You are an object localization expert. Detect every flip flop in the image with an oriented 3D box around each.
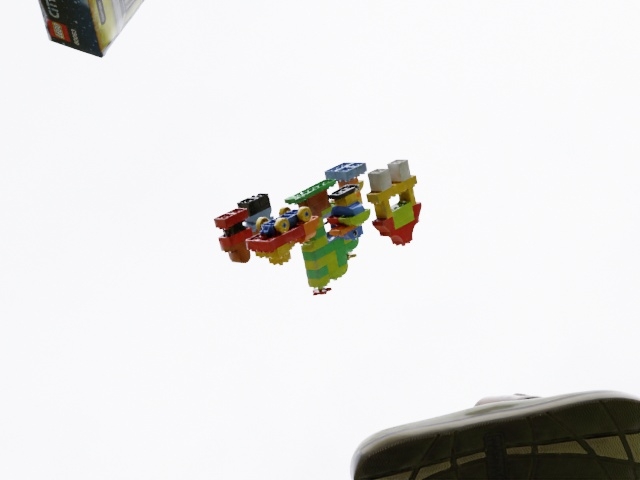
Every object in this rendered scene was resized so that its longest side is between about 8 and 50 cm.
[{"bbox_3d":[0.160,0.173,1.240,0.277,0.080,0.112,-7,-66,-3],"label":"flip flop"}]

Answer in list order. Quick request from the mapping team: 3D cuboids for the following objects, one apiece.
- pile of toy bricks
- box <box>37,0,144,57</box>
[{"bbox_3d":[0.000,0.000,1.420,0.118,0.212,0.105,3,-69,43],"label":"pile of toy bricks"},{"bbox_3d":[-0.128,-0.247,0.884,0.044,0.159,0.233,19,-33,16],"label":"box"}]
